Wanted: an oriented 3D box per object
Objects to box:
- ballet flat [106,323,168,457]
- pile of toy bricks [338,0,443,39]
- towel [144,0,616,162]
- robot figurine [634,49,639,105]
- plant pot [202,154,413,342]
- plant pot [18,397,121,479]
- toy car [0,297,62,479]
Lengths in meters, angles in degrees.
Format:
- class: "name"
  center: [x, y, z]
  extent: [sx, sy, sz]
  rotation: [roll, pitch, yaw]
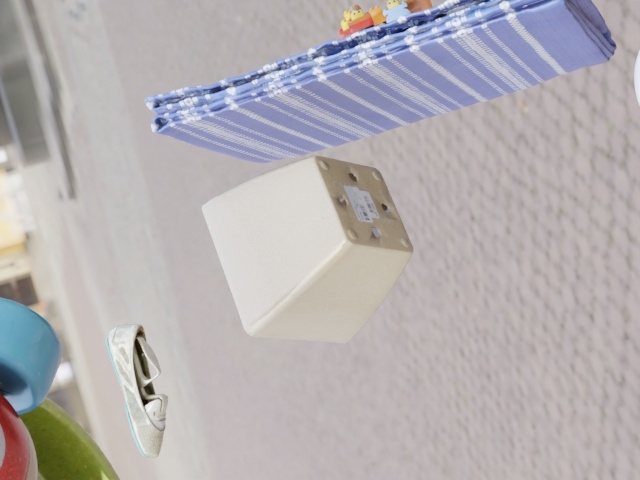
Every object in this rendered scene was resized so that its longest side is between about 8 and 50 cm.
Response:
- class: "ballet flat"
  center: [-0.214, 0.182, 1.676]
  extent: [0.057, 0.052, 0.168]
  rotation: [-22, -86, -73]
- class: "pile of toy bricks"
  center: [0.108, -0.327, 1.724]
  extent: [0.118, 0.212, 0.105]
  rotation: [-84, -29, -79]
- class: "towel"
  center: [0.057, -0.132, 1.098]
  extent: [0.243, 0.335, 0.040]
  rotation: [13, -117, -69]
- class: "robot figurine"
  center: [0.548, -0.238, 1.817]
  extent: [0.199, 0.353, 0.300]
  rotation: [-10, 109, 49]
- class: "plant pot"
  center: [0.000, 0.000, 0.974]
  extent: [0.096, 0.109, 0.109]
  rotation: [-38, 61, 32]
- class: "plant pot"
  center: [-0.299, 0.287, 1.057]
  extent: [0.276, 0.253, 0.276]
  rotation: [56, -164, -26]
- class: "toy car"
  center: [-0.279, 0.080, 0.699]
  extent: [0.238, 0.210, 0.219]
  rotation: [65, -152, -42]
